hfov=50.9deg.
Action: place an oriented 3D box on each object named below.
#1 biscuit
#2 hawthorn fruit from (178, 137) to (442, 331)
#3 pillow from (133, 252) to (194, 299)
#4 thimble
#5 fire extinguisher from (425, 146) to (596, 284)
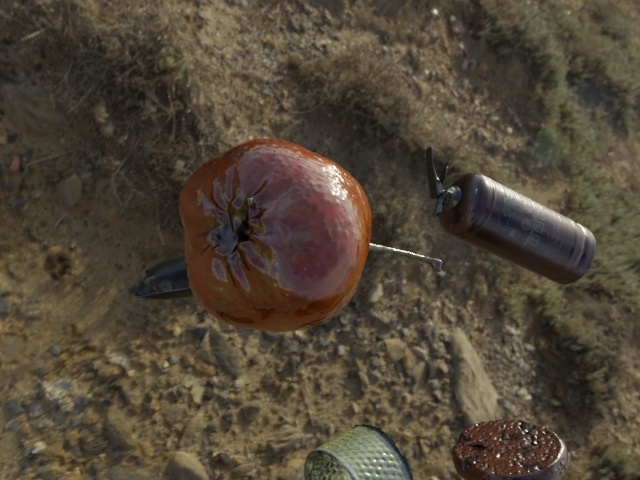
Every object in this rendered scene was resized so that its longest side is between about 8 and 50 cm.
[{"bbox_3d":[0.312,0.354,1.113,0.192,0.192,0.049,-23,110,-38],"label":"biscuit"},{"bbox_3d":[0.008,-0.003,0.594,0.285,0.165,0.165,-1,69,-51],"label":"hawthorn fruit"},{"bbox_3d":[-0.107,0.029,0.674,0.150,0.090,0.048,-10,85,-4],"label":"pillow"},{"bbox_3d":[0.092,0.600,1.643,0.150,0.271,0.270,-17,79,-36],"label":"thimble"},{"bbox_3d":[0.308,-0.039,1.140,0.337,0.114,0.135,21,65,-24],"label":"fire extinguisher"}]
